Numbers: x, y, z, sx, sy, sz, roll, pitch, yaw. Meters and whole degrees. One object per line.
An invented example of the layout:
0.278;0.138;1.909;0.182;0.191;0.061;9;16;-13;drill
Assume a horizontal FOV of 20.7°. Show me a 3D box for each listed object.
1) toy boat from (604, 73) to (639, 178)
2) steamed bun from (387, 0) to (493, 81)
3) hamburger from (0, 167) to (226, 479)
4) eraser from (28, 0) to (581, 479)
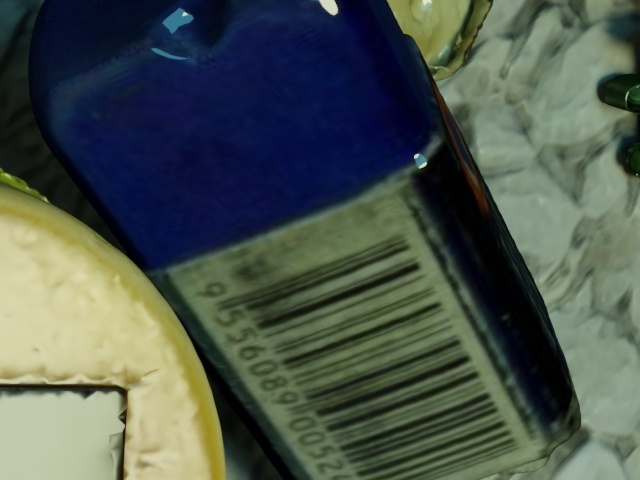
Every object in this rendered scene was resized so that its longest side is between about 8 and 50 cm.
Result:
0.267;-0.095;1.108;0.210;0.052;0.104;-9;109;-36;toy boat
-0.018;-0.132;0.879;0.192;0.106;0.177;49;58;-33;steamed bun
-0.179;0.100;0.704;0.300;0.176;0.300;2;87;-35;hamburger
0.000;0.000;0.798;0.101;0.155;0.332;-101;165;-47;eraser
